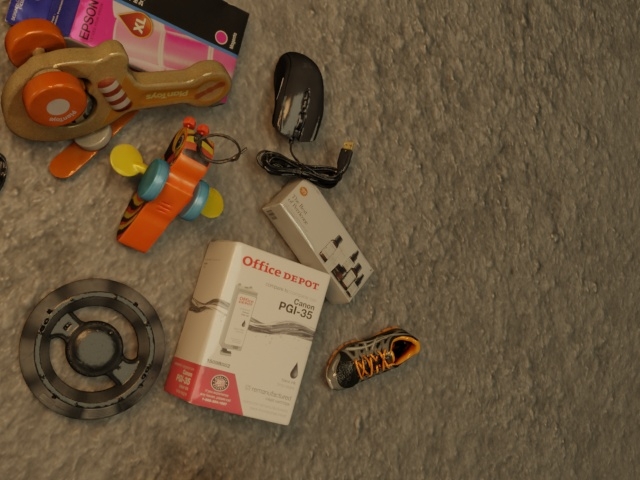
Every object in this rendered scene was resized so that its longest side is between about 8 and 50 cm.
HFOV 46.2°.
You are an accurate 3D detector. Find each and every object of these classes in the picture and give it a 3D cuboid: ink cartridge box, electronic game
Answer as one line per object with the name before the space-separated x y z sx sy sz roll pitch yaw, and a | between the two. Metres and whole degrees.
ink cartridge box | -0.304 -0.368 1.237 0.371 0.069 0.175 18 82 -32
electronic game | -0.368 0.176 1.221 0.229 0.048 0.229 2 86 -24
ink cartridge box | -0.126 0.159 1.326 0.207 0.117 0.282 21 80 -30

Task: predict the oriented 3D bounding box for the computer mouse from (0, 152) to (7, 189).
computer mouse | -0.558 -0.041 1.117 0.071 0.041 0.242 48 61 -21

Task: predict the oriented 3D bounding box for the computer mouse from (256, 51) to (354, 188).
computer mouse | -0.007 -0.227 1.394 0.184 0.060 0.261 19 68 -24

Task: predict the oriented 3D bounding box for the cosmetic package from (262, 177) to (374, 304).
cosmetic package | 0.000 0.000 1.425 0.239 0.060 0.099 55 50 -19

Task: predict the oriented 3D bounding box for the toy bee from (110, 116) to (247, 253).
toy bee | -0.219 -0.111 1.219 0.195 0.298 0.162 50 28 -40

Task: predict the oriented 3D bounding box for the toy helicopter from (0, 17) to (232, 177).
toy helicopter | -0.309 -0.216 1.172 0.355 0.235 0.140 -13 60 -28

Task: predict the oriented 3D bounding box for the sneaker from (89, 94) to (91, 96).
sneaker | -0.393 -0.243 1.209 0.119 0.047 0.057 -30 117 -26

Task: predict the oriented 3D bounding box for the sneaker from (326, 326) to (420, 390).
sneaker | 0.105 0.233 1.488 0.215 0.083 0.084 -27 106 -27
